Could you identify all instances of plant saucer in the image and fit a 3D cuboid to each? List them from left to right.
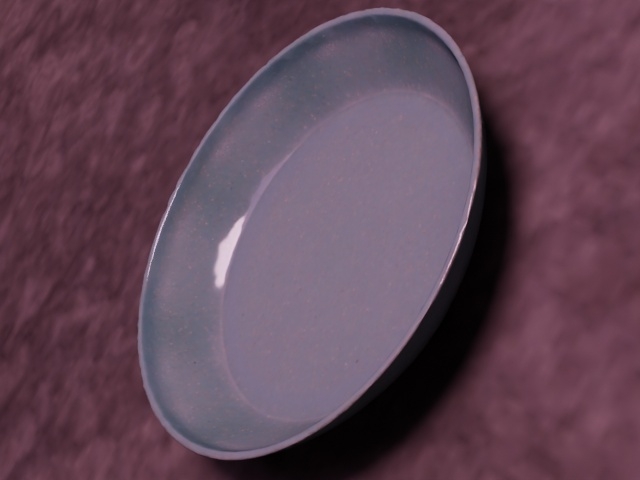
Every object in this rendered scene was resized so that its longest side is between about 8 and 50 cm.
[{"bbox_3d":[0.000,0.000,0.357,0.119,0.021,0.119,-29,46,35],"label":"plant saucer"}]
